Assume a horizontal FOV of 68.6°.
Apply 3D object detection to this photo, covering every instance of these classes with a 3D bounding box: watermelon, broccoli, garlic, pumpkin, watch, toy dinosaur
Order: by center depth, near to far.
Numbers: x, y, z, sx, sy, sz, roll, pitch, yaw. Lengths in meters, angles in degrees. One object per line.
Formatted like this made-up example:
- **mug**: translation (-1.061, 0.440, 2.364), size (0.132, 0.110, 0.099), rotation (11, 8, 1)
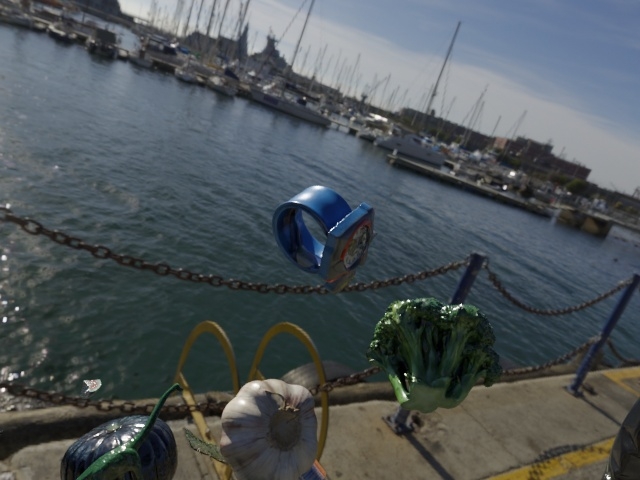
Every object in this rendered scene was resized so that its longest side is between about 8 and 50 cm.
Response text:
- **broccoli**: translation (0.242, 0.252, 1.044), size (0.295, 0.265, 0.245), rotation (-18, 33, 21)
- **garlic**: translation (-0.143, 0.465, 1.114), size (0.245, 0.253, 0.245), rotation (20, 54, -29)
- **toy dinosaur**: translation (-0.608, 0.609, 1.390), size (0.447, 0.300, 0.087), rotation (3, -14, -41)
- **watch**: translation (0.000, 0.000, 1.408), size (0.275, 0.305, 0.241), rotation (29, 42, 23)
- **pumpkin**: translation (-0.665, 0.751, 1.578), size (0.364, 0.266, 0.363), rotation (-8, 0, 0)
- **watermelon**: translation (-0.833, 0.529, 1.687), size (0.061, 0.085, 0.085), rotation (49, 16, -6)

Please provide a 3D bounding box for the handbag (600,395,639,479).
- **handbag**: translation (0.350, 0.132, 0.394), size (0.254, 0.211, 0.088), rotation (-16, 40, -18)

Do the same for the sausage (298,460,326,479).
- **sausage**: translation (-0.117, 0.540, 1.284), size (0.312, 0.093, 0.093), rotation (50, 23, 7)

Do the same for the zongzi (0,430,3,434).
- **zongzi**: translation (-1.141, 0.644, 1.323), size (0.384, 0.319, 0.362), rotation (21, 34, 5)

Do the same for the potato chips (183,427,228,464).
- **potato chips**: translation (-0.352, 0.646, 1.457), size (0.209, 0.026, 0.142), rotation (22, -14, 37)
